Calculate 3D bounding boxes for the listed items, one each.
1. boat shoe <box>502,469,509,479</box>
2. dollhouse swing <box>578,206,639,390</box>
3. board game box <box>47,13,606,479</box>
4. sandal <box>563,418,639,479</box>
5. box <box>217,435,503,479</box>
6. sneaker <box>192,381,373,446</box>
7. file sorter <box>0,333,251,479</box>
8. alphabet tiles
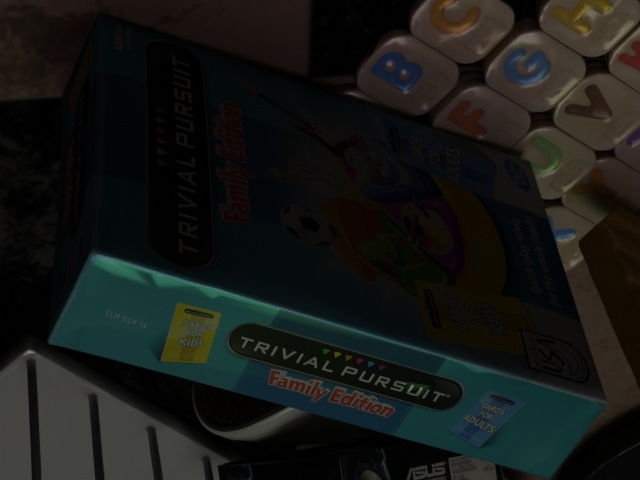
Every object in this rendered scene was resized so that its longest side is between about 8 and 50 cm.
[{"bbox_3d":[0.150,0.262,1.432,0.102,0.108,0.301,-38,122,-37],"label":"boat shoe"},{"bbox_3d":[0.415,0.068,1.141,0.315,0.347,0.305,-33,129,18],"label":"dollhouse swing"},{"bbox_3d":[0.000,0.000,1.035,0.336,0.254,0.079,17,125,-20],"label":"board game box"},{"bbox_3d":[0.431,0.205,1.433,0.445,0.107,0.167,-14,133,1],"label":"sandal"},{"bbox_3d":[0.035,0.201,1.279,0.180,0.077,0.147,-3,173,-43],"label":"box"},{"bbox_3d":[0.051,0.092,1.257,0.290,0.106,0.123,-17,155,19],"label":"sneaker"},{"bbox_3d":[-0.191,0.246,1.294,0.193,0.173,0.277,-39,128,21],"label":"file sorter"},{"bbox_3d":[0.142,-0.075,1.175,0.278,0.021,0.284,27,122,-31],"label":"alphabet tiles"}]
